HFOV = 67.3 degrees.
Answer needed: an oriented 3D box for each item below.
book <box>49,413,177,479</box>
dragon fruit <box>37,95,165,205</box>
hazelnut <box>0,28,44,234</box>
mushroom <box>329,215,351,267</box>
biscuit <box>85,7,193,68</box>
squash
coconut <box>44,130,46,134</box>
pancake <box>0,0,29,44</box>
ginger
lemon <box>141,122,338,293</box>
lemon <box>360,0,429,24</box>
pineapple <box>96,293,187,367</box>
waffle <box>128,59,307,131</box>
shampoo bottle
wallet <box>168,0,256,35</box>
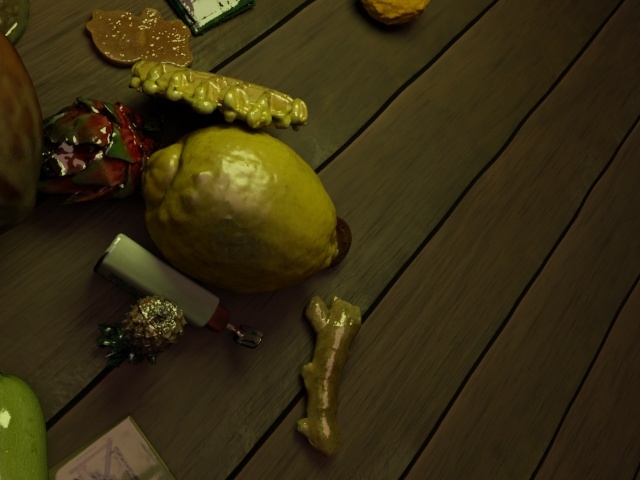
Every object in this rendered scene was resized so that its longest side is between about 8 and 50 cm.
[{"bbox_3d":[-0.312,0.421,0.764,0.161,0.026,0.230,-35,96,-25],"label":"book"},{"bbox_3d":[-0.353,-0.143,0.770,0.189,0.182,0.182,11,76,-38],"label":"dragon fruit"},{"bbox_3d":[-0.538,-0.124,0.562,0.359,0.359,0.409,25,107,-18],"label":"hazelnut"},{"bbox_3d":[0.000,0.000,0.957,0.127,0.087,0.127,-1,99,-7],"label":"mushroom"},{"bbox_3d":[-0.330,-0.368,0.896,0.184,0.027,0.133,-16,88,-24],"label":"biscuit"},{"bbox_3d":[-0.447,0.308,0.665,0.133,0.132,0.246,-2,68,-24],"label":"squash"},{"bbox_3d":[-0.479,-0.156,0.759,0.088,0.088,0.096,27,65,-18],"label":"coconut"},{"bbox_3d":[-0.603,-0.401,0.772,0.236,0.042,0.222,47,64,-11],"label":"pancake"},{"bbox_3d":[0.018,0.256,0.919,0.118,0.065,0.298,7,76,-9],"label":"ginger"},{"bbox_3d":[-0.124,-0.048,0.792,0.316,0.286,0.285,3,78,-56],"label":"lemon"},{"bbox_3d":[0.165,-0.565,1.091,0.187,0.142,0.142,-8,84,-21],"label":"lemon"},{"bbox_3d":[-0.272,0.139,0.730,0.103,0.221,0.083,12,60,-30],"label":"pineapple"},{"bbox_3d":[-0.161,-0.244,0.809,0.330,0.329,0.062,7,107,-23],"label":"waffle"},{"bbox_3d":[-0.228,0.094,0.794,0.284,0.153,0.071,35,67,-21],"label":"shampoo bottle"},{"bbox_3d":[-0.255,-0.541,0.948,0.160,0.055,0.236,-39,98,-18],"label":"wallet"}]
